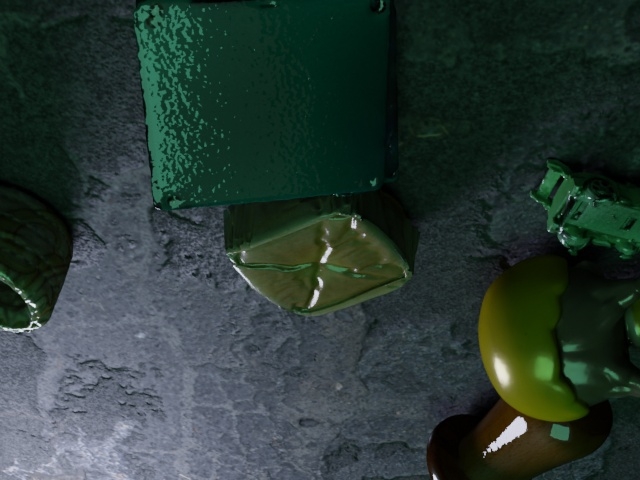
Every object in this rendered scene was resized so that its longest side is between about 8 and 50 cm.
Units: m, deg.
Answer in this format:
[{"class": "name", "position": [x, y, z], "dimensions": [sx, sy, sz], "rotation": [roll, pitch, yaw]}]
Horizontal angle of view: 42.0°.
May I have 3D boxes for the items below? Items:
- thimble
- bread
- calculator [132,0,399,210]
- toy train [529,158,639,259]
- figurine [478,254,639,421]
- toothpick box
[{"class": "thimble", "position": [-0.429, 0.019, 1.128], "dimensions": [0.138, 0.143, 0.190], "rotation": [-13, 131, 23]}, {"class": "bread", "position": [0.002, -0.002, 1.057], "dimensions": [0.210, 0.109, 0.192], "rotation": [-23, 133, 30]}, {"class": "calculator", "position": [-0.053, -0.151, 0.870], "dimensions": [0.274, 0.058, 0.248], "rotation": [-9, 122, -8]}, {"class": "toy train", "position": [0.334, -0.039, 0.988], "dimensions": [0.149, 0.081, 0.099], "rotation": [9, 136, -7]}, {"class": "figurine", "position": [0.373, 0.104, 1.059], "dimensions": [0.344, 0.215, 0.187], "rotation": [-16, 176, 10]}, {"class": "toothpick box", "position": [0.297, 0.311, 1.279], "dimensions": [0.192, 0.192, 0.294], "rotation": [26, 127, -16]}]
